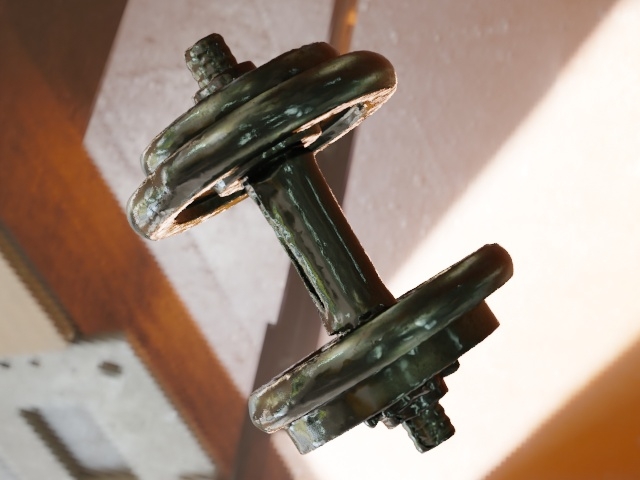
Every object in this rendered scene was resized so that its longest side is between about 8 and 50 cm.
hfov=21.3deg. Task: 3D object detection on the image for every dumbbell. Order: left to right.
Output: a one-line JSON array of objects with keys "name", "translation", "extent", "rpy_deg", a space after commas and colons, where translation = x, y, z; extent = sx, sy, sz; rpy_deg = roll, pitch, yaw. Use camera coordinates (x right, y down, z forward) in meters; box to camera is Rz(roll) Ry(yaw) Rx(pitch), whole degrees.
[{"name": "dumbbell", "translation": [0.000, 0.000, 1.046], "extent": [0.192, 0.192, 0.290], "rpy_deg": [-34, 86, 42]}]
